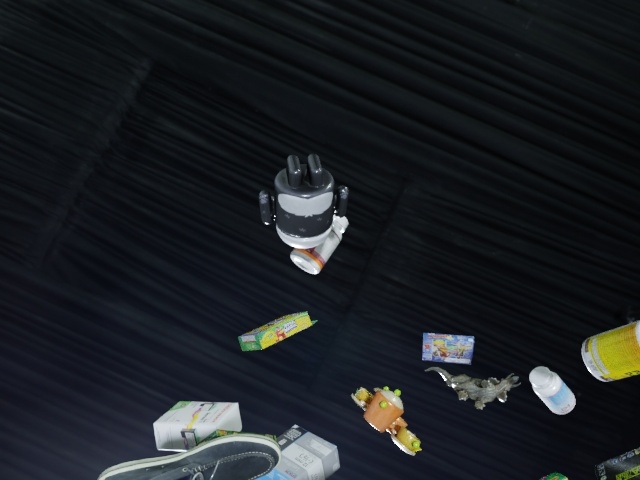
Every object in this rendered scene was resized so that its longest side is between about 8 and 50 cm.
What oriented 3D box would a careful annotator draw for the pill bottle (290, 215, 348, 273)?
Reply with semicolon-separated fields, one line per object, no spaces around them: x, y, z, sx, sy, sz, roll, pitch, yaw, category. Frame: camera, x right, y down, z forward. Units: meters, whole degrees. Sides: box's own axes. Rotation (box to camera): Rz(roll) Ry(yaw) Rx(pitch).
0.000;0.000;1.835;0.221;0.121;0.121;-56;173;-21;pill bottle

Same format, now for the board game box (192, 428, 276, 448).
-0.286;0.688;1.747;0.136;0.260;0.030;-42;-133;21;board game box

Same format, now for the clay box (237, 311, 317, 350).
-0.129;0.275;1.609;0.222;0.053;0.128;-21;-179;-40;clay box

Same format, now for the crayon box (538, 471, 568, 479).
0.734;0.882;1.580;0.166;0.278;0.081;-24;169;-7;crayon box

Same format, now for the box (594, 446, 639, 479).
0.902;0.689;1.498;0.191;0.045;0.184;-40;177;26;box

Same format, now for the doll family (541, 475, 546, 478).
0.967;1.017;2.084;0.076;0.193;0.111;99;8;-54;doll family

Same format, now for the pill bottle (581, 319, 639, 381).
0.759;0.262;1.254;0.215;0.117;0.117;-45;-166;51;pill bottle

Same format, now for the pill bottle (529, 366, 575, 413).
0.718;0.463;1.612;0.087;0.160;0.087;-34;-154;20;pill bottle

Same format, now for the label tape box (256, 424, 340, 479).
-0.133;0.899;2.040;0.348;0.249;0.115;-21;111;-41;label tape box

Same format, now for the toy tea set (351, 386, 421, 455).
0.211;0.510;1.606;0.124;0.200;0.336;-51;-169;-4;toy tea set

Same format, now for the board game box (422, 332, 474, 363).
0.526;0.448;2.144;0.035;0.202;0.136;-72;161;-52;board game box

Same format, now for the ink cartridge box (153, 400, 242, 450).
-0.483;0.737;2.065;0.201;0.279;0.116;-29;114;-72;ink cartridge box

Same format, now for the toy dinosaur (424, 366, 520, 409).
0.520;0.510;1.795;0.160;0.314;0.120;26;66;-62;toy dinosaur

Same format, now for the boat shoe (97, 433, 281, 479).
-0.344;0.659;1.400;0.156;0.501;0.186;-126;-146;-56;boat shoe

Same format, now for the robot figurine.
-0.047;-0.109;1.483;0.173;0.209;0.278;-47;150;-42;robot figurine
